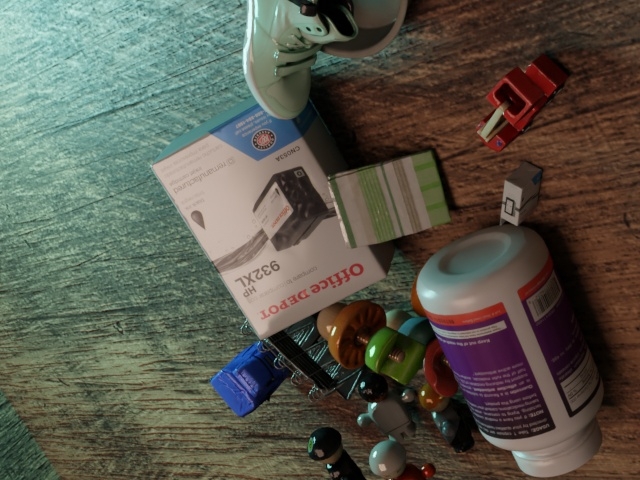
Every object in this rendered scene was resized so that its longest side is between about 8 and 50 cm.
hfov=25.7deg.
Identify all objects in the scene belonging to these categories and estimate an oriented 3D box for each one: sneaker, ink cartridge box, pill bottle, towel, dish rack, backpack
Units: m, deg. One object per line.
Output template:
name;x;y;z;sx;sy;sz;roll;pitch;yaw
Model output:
sneaker;-0.021;-0.246;1.793;0.151;0.094;0.256;31;140;37
ink cartridge box;0.258;-0.054;1.803;0.028;0.048;0.083;31;143;27
pill bottle;0.265;0.152;1.877;0.181;0.181;0.323;1;123;49
towel;0.095;-0.057;1.924;0.152;0.023;0.113;-15;111;6
dish rack;-0.035;0.172;2.214;0.208;0.271;0.074;43;103;10
ink cartridge box;-0.064;-0.046;2.023;0.223;0.129;0.307;-27;104;17
backpack;-0.111;0.236;2.455;0.098;0.120;0.101;53;137;-1

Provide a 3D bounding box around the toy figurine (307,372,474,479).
toy figurine;0.111;0.308;2.183;0.213;0.209;0.148;4;137;48

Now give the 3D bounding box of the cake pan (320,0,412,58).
cake pan;0.008;-0.372;1.777;0.293;0.054;0.293;30;142;27

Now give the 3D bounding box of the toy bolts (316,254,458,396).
toy bolts;0.123;0.109;2.046;0.158;0.218;0.228;29;177;40

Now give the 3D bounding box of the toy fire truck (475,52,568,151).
toy fire truck;0.227;-0.155;1.661;0.047;0.135;0.192;45;146;7
